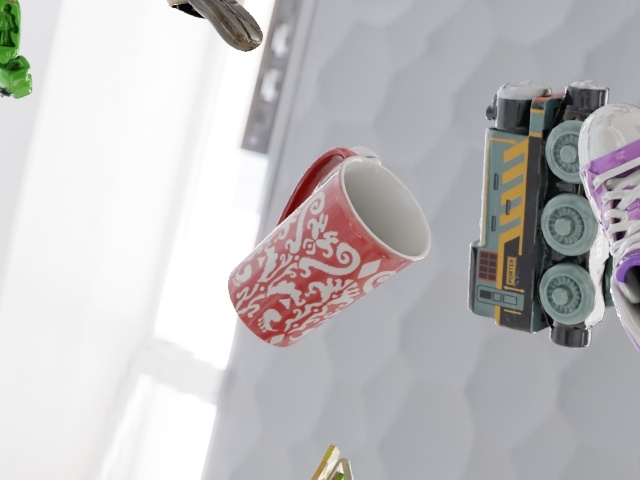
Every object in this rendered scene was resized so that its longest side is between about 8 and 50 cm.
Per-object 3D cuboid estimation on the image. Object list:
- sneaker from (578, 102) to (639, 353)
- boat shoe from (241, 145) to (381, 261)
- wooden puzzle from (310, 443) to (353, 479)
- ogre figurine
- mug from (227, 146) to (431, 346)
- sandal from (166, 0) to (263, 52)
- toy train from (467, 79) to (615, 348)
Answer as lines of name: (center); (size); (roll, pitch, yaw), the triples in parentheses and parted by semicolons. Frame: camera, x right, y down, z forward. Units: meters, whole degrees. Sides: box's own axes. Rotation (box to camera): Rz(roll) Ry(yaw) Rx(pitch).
sneaker: (0.274, -0.007, 1.341); (0.102, 0.282, 0.161); (-29, 155, 20)
boat shoe: (0.000, -0.002, 2.050); (0.084, 0.258, 0.095); (37, 177, 40)
wooden puzzle: (0.008, 0.233, 1.413); (0.014, 0.078, 0.116); (22, 151, 27)
ogre figurine: (-0.321, -0.225, 1.465); (0.197, 0.097, 0.118); (49, 166, -27)
mug: (0.007, 0.007, 1.505); (0.113, 0.169, 0.150); (42, -150, -14)
sandal: (-0.137, -0.273, 1.846); (0.090, 0.060, 0.219); (10, -146, -48)
toy train: (0.279, -0.035, 2.004); (0.190, 0.334, 0.142); (11, -163, 34)
